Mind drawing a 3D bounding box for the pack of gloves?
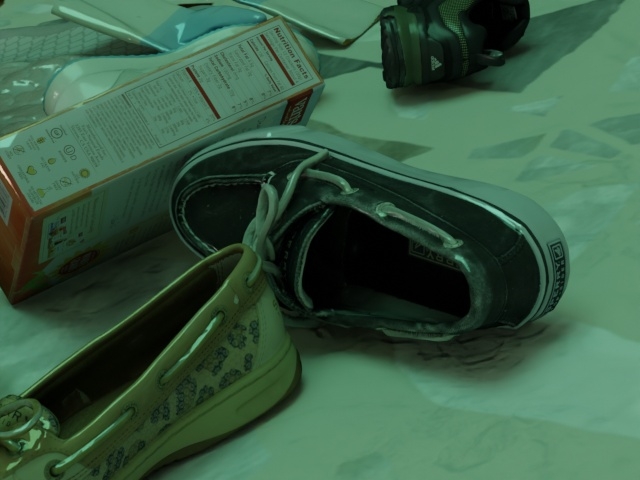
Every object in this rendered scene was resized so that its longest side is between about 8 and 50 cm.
[{"bbox_3d":[-0.085,-0.217,1.720,0.232,0.046,0.195,22,39,21],"label":"pack of gloves"}]

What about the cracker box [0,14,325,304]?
[{"bbox_3d":[-0.122,-0.055,1.365,0.232,0.067,0.156,-26,-15,-23],"label":"cracker box"}]

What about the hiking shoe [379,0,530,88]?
[{"bbox_3d":[0.117,-0.185,1.610,0.114,0.086,0.227,4,33,10],"label":"hiking shoe"}]

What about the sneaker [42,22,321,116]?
[{"bbox_3d":[-0.099,-0.106,1.558,0.229,0.087,0.092,-16,52,-22],"label":"sneaker"}]

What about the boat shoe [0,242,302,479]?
[{"bbox_3d":[-0.139,0.099,1.105,0.285,0.089,0.104,-32,29,-32],"label":"boat shoe"}]

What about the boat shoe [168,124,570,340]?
[{"bbox_3d":[0.000,0.004,1.203,0.306,0.113,0.105,19,26,39],"label":"boat shoe"}]

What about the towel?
[{"bbox_3d":[-0.281,-0.120,1.725,0.332,0.053,0.317,0,28,33],"label":"towel"}]
